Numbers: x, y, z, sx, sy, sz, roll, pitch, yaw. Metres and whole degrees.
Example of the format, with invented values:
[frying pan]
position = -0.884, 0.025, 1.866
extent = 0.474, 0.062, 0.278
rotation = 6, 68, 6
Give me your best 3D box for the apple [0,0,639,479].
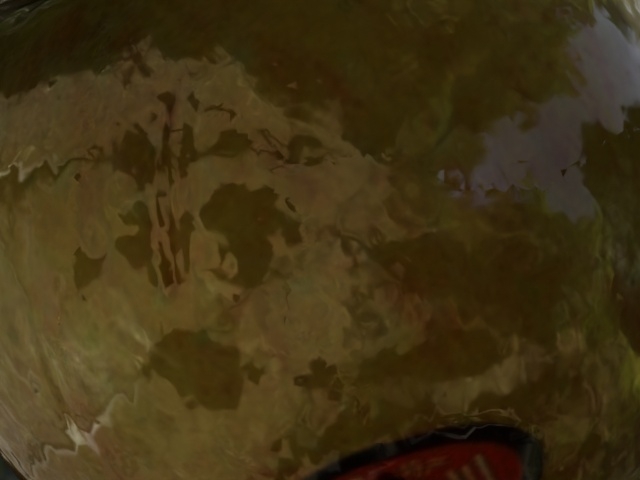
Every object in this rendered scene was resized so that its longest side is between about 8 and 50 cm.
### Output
[apple]
position = 0.000, 0.000, 0.425
extent = 0.155, 0.182, 0.182
rotation = 60, -17, -19
